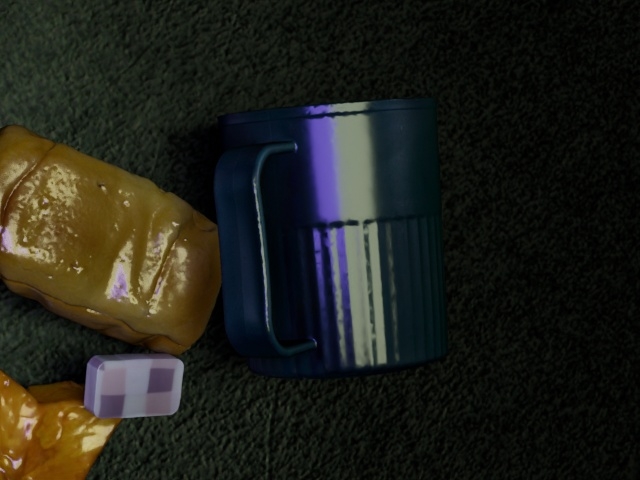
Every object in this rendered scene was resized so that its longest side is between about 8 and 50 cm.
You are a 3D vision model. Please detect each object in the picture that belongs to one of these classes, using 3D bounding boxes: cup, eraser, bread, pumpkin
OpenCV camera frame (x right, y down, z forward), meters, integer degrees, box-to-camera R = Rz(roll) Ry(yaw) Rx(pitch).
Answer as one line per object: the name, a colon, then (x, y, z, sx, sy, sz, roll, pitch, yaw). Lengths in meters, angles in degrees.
cup: (0.018, -0.002, 1.905, 0.242, 0.308, 0.292, -5, 93, 1)
eraser: (-0.197, 0.153, 1.861, 0.105, 0.026, 0.065, -1, 104, -36)
bread: (-0.245, 0.005, 1.870, 0.294, 0.132, 0.167, 27, 72, -22)
pumpkin: (-0.330, 0.258, 1.838, 0.258, 0.095, 0.290, 19, 78, -30)
